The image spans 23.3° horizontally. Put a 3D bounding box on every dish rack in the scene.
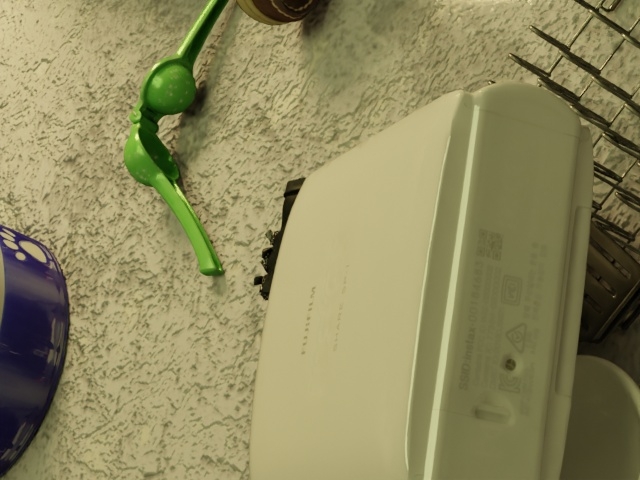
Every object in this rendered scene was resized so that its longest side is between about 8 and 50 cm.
[{"bbox_3d":[0.182,-0.080,0.981,0.271,0.074,0.208,-55,40,14],"label":"dish rack"}]

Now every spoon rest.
[{"bbox_3d":[0.132,0.197,0.891,0.137,0.084,0.276,-15,62,43],"label":"spoon rest"}]

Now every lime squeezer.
[{"bbox_3d":[-0.121,-0.114,1.352,0.110,0.059,0.310,-16,59,44],"label":"lime squeezer"}]

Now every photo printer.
[{"bbox_3d":[0.046,0.058,0.978,0.307,0.107,0.256,156,125,-67],"label":"photo printer"}]

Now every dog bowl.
[{"bbox_3d":[-0.357,0.104,1.470,0.265,0.104,0.265,-23,56,39],"label":"dog bowl"}]

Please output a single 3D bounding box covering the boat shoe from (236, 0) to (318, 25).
[{"bbox_3d":[0.024,-0.336,1.250,0.123,0.123,0.342,19,89,42],"label":"boat shoe"}]

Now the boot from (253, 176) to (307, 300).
[{"bbox_3d":[0.000,0.000,1.168,0.121,0.045,0.099,-11,61,53],"label":"boot"}]
